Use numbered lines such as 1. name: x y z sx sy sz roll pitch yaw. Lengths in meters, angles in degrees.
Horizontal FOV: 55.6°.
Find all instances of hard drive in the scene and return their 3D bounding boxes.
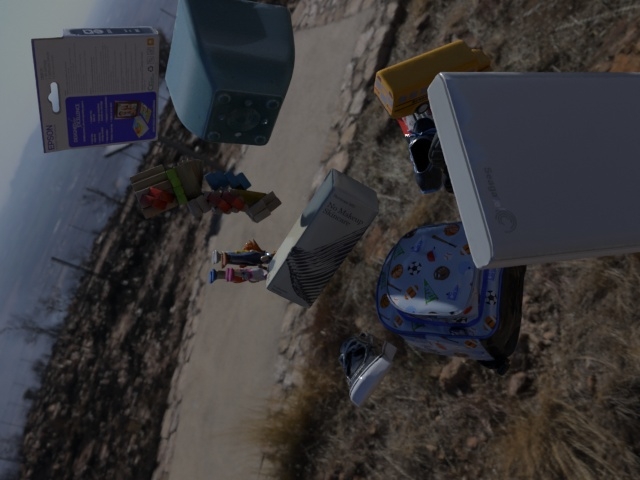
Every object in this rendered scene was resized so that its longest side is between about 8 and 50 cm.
1. hard drive: 0.279 -0.084 0.637 0.040 0.307 0.203 126 136 -64

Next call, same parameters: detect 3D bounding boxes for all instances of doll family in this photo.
1. doll family: -0.177 0.051 1.544 0.263 0.163 0.119 173 98 -65

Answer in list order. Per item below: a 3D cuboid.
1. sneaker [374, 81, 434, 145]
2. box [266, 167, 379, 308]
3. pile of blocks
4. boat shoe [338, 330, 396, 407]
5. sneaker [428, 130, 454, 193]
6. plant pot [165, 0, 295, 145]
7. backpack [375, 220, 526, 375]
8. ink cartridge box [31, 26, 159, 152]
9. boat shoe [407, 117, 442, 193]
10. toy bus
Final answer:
1. sneaker: 0.273 -0.414 1.802 0.145 0.090 0.270 -48 63 47
2. box: 0.000 0.000 1.239 0.275 0.113 0.094 -57 16 27
3. pile of blocks: -0.263 -0.118 1.432 0.112 0.361 0.149 -164 77 -73
4. boat shoe: 0.084 0.241 1.217 0.108 0.102 0.301 -56 -8 11
5. sneaker: 0.241 -0.171 1.073 0.101 0.267 0.106 -5 73 11
6. plant pot: -0.187 -0.346 1.326 0.248 0.247 0.252 119 143 -47
7. backpack: 0.233 0.095 1.151 0.263 0.213 0.277 -11 49 42
8. ink cartridge box: -0.386 -0.261 1.053 0.045 0.208 0.206 46 137 38
9. boat shoe: 0.282 -0.241 1.581 0.109 0.089 0.258 -19 47 17
10. toy bus: 0.316 -0.449 1.669 0.108 0.332 0.130 61 167 25
